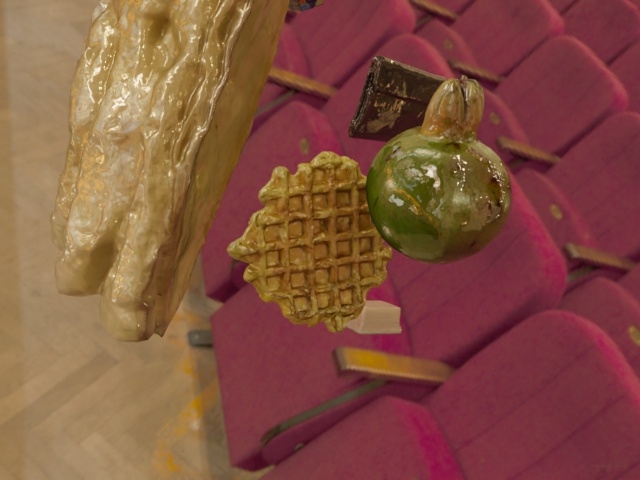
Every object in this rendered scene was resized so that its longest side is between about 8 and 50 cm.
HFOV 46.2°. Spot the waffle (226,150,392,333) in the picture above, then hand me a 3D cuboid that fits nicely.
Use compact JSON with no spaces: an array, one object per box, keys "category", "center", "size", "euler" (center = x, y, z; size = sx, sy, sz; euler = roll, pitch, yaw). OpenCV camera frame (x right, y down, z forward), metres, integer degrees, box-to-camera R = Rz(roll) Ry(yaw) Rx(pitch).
[{"category":"waffle","center":[0.000,0.000,1.079],"size":[0.243,0.238,0.058],"euler":[45,-8,-23]}]

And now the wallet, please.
[{"category":"wallet","center":[0.173,-0.285,1.594],"size":[0.044,0.170,0.321],"euler":[31,19,27]}]

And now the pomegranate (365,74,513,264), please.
[{"category":"pomegranate","center":[0.179,-0.076,0.990],"size":[0.190,0.241,0.159],"euler":[32,8,-23]}]

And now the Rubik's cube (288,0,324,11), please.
[{"category":"Rubik's cube","center":[-0.034,-0.449,1.295],"size":[0.093,0.111,0.111],"euler":[8,40,-13]}]

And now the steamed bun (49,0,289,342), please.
[{"category":"steamed bun","center":[-0.138,-0.153,0.661],"size":[0.189,0.428,0.247],"euler":[19,8,9]}]

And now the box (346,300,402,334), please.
[{"category":"box","center":[0.117,0.171,1.681],"size":[0.122,0.062,0.089],"euler":[3,7,-32]}]
